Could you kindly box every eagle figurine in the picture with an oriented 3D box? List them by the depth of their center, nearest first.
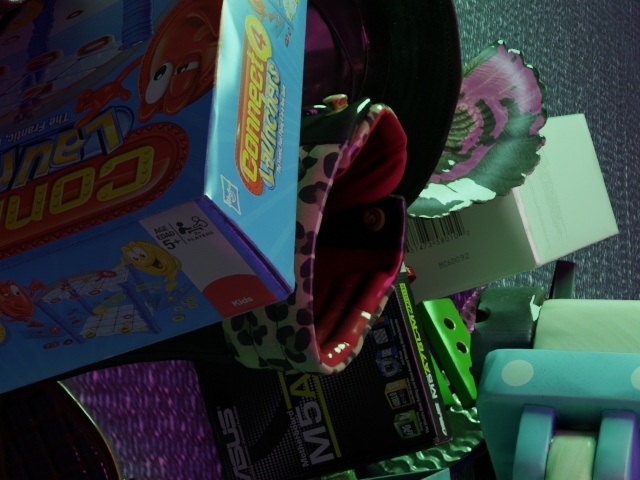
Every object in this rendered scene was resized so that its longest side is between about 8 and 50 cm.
[{"bbox_3d":[0.049,-0.112,1.754,0.298,0.225,0.226,-5,67,-61],"label":"eagle figurine"}]

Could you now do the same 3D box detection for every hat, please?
[{"bbox_3d":[-0.047,-0.129,1.506,0.134,0.331,0.331,-25,98,-41],"label":"hat"}]

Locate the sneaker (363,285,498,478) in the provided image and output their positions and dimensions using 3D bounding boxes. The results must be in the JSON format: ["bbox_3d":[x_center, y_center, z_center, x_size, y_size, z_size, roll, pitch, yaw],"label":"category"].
[{"bbox_3d":[0.128,0.179,1.889,0.293,0.102,0.146,-44,156,-46],"label":"sneaker"}]

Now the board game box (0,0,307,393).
[{"bbox_3d":[-0.161,-0.062,1.093,0.086,0.308,0.302,52,29,-40],"label":"board game box"}]

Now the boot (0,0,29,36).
[{"bbox_3d":[-0.259,-0.105,1.025,0.090,0.207,0.248,63,23,-21],"label":"boot"}]

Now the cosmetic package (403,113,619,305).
[{"bbox_3d":[0.169,-0.035,2.032,0.365,0.197,0.155,-12,84,-67],"label":"cosmetic package"}]

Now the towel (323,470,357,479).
[{"bbox_3d":[0.015,0.262,1.651,0.110,0.027,0.148,68,23,-7],"label":"towel"}]

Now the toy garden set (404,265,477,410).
[{"bbox_3d":[0.028,0.078,1.746,0.244,0.049,0.203,-3,59,-47],"label":"toy garden set"}]

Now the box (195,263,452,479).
[{"bbox_3d":[-0.008,0.090,1.516,0.045,0.184,0.190,-2,76,-69],"label":"box"}]

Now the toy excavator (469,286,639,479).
[{"bbox_3d":[0.211,0.222,1.558,0.433,0.222,0.445,69,27,-49],"label":"toy excavator"}]

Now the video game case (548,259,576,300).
[{"bbox_3d":[0.231,0.186,2.049,0.196,0.026,0.274,-73,173,-56],"label":"video game case"}]

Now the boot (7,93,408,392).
[{"bbox_3d":[-0.081,-0.053,1.231,0.377,0.284,0.138,-68,147,-41],"label":"boot"}]

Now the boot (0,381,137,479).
[{"bbox_3d":[-0.153,0.181,1.278,0.106,0.082,0.219,-114,180,-85],"label":"boot"}]

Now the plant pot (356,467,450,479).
[{"bbox_3d":[0.016,0.307,1.451,0.165,0.166,0.234,-5,85,-68],"label":"plant pot"}]
